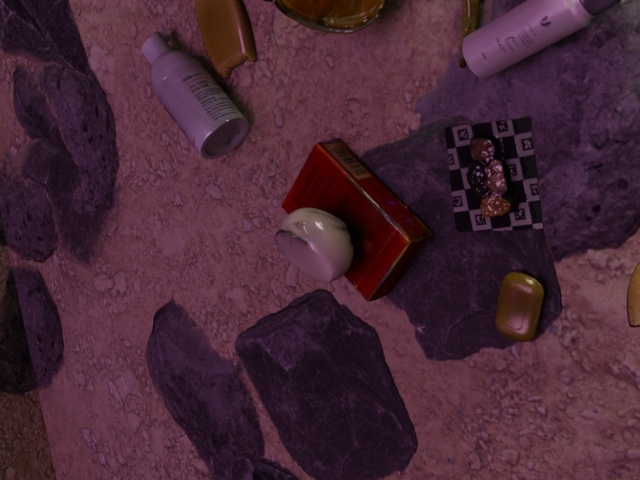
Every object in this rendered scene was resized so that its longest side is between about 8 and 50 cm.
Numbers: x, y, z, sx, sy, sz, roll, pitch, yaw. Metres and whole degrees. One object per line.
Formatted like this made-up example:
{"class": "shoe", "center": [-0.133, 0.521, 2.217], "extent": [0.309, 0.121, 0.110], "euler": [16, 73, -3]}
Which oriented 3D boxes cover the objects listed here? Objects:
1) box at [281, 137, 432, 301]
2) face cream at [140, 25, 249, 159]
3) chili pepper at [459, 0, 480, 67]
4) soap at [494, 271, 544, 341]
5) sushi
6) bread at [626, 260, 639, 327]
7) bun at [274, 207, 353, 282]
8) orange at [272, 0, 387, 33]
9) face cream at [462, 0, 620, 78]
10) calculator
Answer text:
{"class": "box", "center": [0.072, -0.046, 1.724], "extent": [0.313, 0.089, 0.197], "euler": [48, 129, 22]}
{"class": "face cream", "center": [-0.336, -0.378, 1.952], "extent": [0.369, 0.145, 0.145], "euler": [51, 130, 19]}
{"class": "chili pepper", "center": [0.273, -0.426, 1.465], "extent": [0.049, 0.043, 0.208], "euler": [4, 106, 28]}
{"class": "soap", "center": [0.384, 0.128, 1.525], "extent": [0.089, 0.045, 0.140], "euler": [25, 119, 38]}
{"class": "sushi", "center": [0.315, -0.118, 1.511], "extent": [0.192, 0.051, 0.215], "euler": [-1, 101, 42]}
{"class": "bread", "center": [0.609, 0.050, 1.242], "extent": [0.261, 0.158, 0.156], "euler": [-13, 84, 44]}
{"class": "bun", "center": [0.000, 0.000, 1.658], "extent": [0.173, 0.120, 0.172], "euler": [35, 158, 17]}
{"class": "orange", "center": [0.042, -0.561, 1.493], "extent": [0.196, 0.263, 0.334], "euler": [-113, 45, -67]}
{"class": "face cream", "center": [0.388, -0.380, 1.342], "extent": [0.311, 0.092, 0.092], "euler": [-25, 85, 43]}
{"class": "calculator", "center": [-0.237, -0.520, 1.899], "extent": [0.157, 0.033, 0.236], "euler": [-20, 87, 44]}
